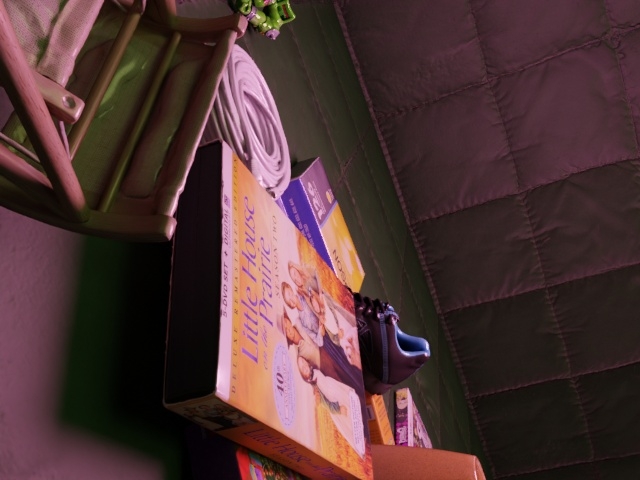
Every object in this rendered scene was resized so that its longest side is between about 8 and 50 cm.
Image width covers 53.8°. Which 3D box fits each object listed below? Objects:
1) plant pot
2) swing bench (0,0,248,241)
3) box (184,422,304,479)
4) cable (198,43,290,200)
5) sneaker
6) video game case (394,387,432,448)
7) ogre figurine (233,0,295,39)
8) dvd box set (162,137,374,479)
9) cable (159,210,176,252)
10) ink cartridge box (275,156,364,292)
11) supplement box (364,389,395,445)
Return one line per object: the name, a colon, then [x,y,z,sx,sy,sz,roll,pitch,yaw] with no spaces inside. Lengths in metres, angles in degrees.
plant pot: [0.130,0.416,0.977,0.237,0.254,0.237,-17,90,-74]
swing bench: [-0.194,-0.170,0.491,0.255,0.165,0.253,69,29,-56]
box: [-0.046,0.346,0.666,0.201,0.057,0.293,56,8,-49]
cable: [-0.127,-0.179,1.002,0.257,0.089,0.257,-39,111,-74]
sneaker: [0.058,0.132,1.136,0.341,0.139,0.125,45,26,-24]
video game case: [0.248,0.543,1.657,0.210,0.042,0.232,-77,147,-59]
ogre figurine: [-0.120,-0.506,1.352,0.118,0.097,0.197,50,14,-30]
dvd box set: [-0.043,0.116,0.791,0.420,0.062,0.308,52,27,-50]
cable: [-0.143,0.038,0.831,0.287,0.072,0.139,31,53,-51]
ink cartridge box: [0.000,0.000,1.304,0.307,0.072,0.304,-66,137,-70]
supplement box: [0.101,0.395,1.228,0.078,0.080,0.233,-5,81,-72]
